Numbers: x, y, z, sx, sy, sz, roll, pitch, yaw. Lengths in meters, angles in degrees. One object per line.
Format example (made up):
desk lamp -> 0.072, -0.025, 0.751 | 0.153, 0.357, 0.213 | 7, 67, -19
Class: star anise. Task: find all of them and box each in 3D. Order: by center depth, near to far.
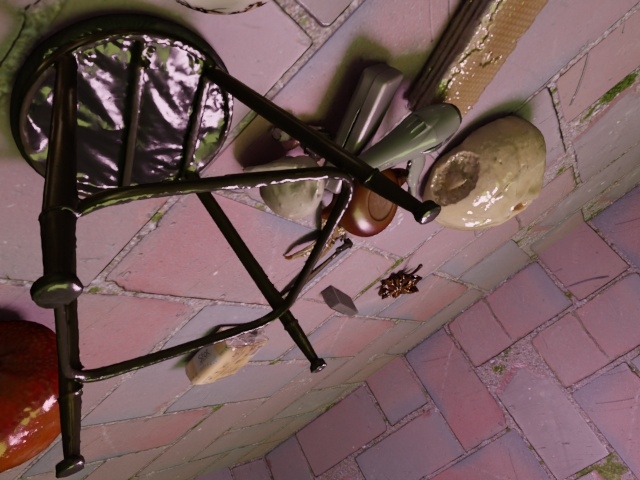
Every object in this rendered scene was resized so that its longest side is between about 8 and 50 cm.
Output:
star anise -> 0.322, 0.158, 1.773 | 0.234, 0.073, 0.177 | -28, 149, 31

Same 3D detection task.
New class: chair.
chair -> -0.179, -0.037, 0.583 | 0.362, 0.410, 0.364 | -13, 147, -34

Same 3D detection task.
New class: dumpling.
dumpling -> -0.070, -0.110, 0.878 | 0.155, 0.111, 0.181 | 15, 142, -9

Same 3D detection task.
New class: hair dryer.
hair dryer -> 0.149, -0.140, 0.939 | 0.229, 0.092, 0.267 | -22, 149, -29

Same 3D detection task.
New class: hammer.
hammer -> -0.018, 0.090, 1.350 | 0.297, 0.027, 0.125 | -42, 172, 27

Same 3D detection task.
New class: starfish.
starfish -> 0.000, 0.002, 1.224 | 0.138, 0.050, 0.247 | -3, 140, -43

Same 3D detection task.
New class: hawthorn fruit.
hawthorn fruit -> -0.588, 0.286, 0.873 | 0.276, 0.275, 0.299 | -20, 165, -22

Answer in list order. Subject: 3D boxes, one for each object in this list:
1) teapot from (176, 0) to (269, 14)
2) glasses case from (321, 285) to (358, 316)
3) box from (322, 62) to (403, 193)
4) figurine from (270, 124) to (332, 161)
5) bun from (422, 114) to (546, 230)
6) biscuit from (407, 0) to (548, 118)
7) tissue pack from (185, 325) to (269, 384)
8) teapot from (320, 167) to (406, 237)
teapot -> -0.075, -0.340, 0.480 | 0.300, 0.165, 0.208 | -17, 139, -6
glasses case -> 0.069, 0.215, 1.625 | 0.047, 0.070, 0.205 | -33, 154, 9
box -> 0.071, -0.207, 0.886 | 0.103, 0.055, 0.243 | -46, 165, -52
figurine -> -0.031, -0.184, 0.874 | 0.129, 0.054, 0.072 | 2, 120, -48
bun -> 0.470, -0.152, 1.290 | 0.365, 0.202, 0.364 | -26, 154, -13
biscuit -> 0.311, -0.397, 0.853 | 0.144, 0.078, 0.426 | -10, 145, -34
tissue pack -> -0.291, 0.351, 1.460 | 0.222, 0.090, 0.186 | -45, 152, 27
teapot -> 0.104, -0.111, 1.085 | 0.252, 0.135, 0.178 | -36, 128, -33
